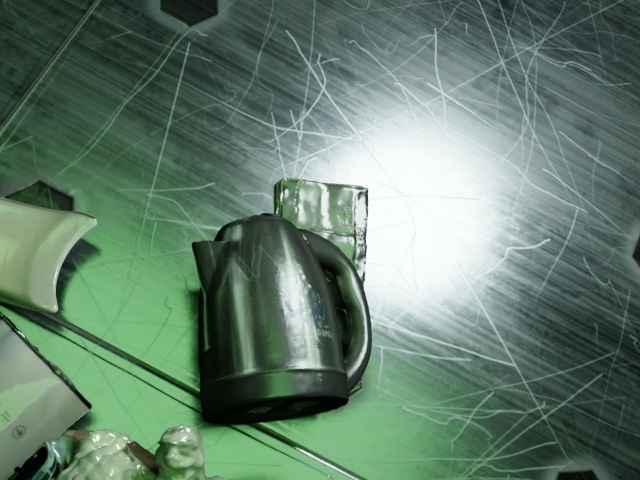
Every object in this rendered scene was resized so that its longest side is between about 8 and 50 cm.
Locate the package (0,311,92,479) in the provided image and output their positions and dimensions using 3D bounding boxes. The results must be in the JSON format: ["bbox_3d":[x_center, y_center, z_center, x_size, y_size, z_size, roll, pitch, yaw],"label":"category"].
[{"bbox_3d":[-0.495,0.241,1.216,0.251,0.062,0.204,38,68,22],"label":"package"}]

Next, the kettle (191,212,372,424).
[{"bbox_3d":[-0.051,0.113,1.303,0.321,0.228,0.324,4,67,-31],"label":"kettle"}]

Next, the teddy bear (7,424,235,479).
[{"bbox_3d":[-0.244,0.409,1.099,0.362,0.375,0.327,20,88,-21],"label":"teddy bear"}]

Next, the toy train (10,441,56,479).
[{"bbox_3d":[-0.433,0.367,1.132,0.047,0.043,0.207,32,104,-38],"label":"toy train"}]

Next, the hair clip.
[{"bbox_3d":[-0.524,0.003,1.289,0.282,0.113,0.172,22,68,-10],"label":"hair clip"}]

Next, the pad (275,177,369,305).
[{"bbox_3d":[0.000,0.000,1.446,0.174,0.022,0.233,7,71,-11],"label":"pad"}]
